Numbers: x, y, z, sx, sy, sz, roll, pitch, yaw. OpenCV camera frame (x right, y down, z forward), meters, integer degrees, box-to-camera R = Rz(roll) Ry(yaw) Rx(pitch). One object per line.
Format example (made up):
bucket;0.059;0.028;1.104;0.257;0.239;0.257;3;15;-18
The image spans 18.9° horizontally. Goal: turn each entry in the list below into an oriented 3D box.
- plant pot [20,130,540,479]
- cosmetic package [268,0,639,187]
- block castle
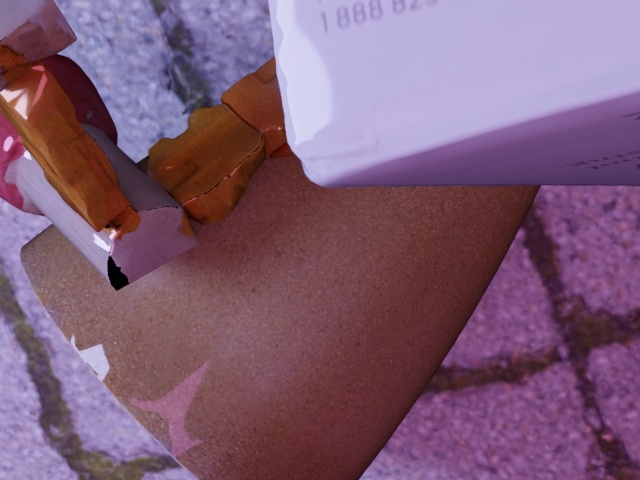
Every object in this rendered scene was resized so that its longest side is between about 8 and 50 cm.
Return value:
plant pot;0.000;0.000;1.105;0.254;0.237;0.237;-45;102;4
cosmetic package;0.203;-0.205;0.738;0.329;0.393;0.327;-12;84;33
block castle;-0.121;-0.226;0.916;0.303;0.213;0.453;-40;136;-9
